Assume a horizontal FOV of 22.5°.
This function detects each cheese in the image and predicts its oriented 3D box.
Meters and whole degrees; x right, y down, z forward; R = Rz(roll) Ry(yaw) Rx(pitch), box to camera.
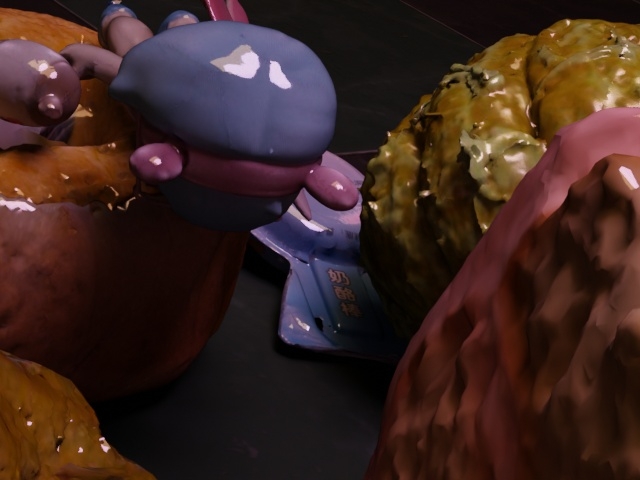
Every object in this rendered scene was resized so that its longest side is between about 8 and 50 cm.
[{"bbox_3d":[0.000,0.000,1.107,0.135,0.052,0.244,10,35,-25],"label":"cheese"}]

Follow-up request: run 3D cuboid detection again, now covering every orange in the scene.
[{"bbox_3d":[0.164,-0.024,0.994,0.301,0.300,0.223,0,71,-19],"label":"orange"}]

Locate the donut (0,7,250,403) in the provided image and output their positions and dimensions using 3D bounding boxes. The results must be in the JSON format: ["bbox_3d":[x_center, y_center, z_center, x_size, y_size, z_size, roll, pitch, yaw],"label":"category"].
[{"bbox_3d":[-0.189,-0.023,0.903,0.299,0.150,0.317,25,24,0],"label":"donut"}]

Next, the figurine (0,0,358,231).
[{"bbox_3d":[-0.083,-0.090,0.834,0.205,0.102,0.260,16,17,-23],"label":"figurine"}]

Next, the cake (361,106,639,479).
[{"bbox_3d":[0.163,0.152,0.502,0.314,0.306,0.293,15,40,-12],"label":"cake"}]

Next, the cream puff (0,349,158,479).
[{"bbox_3d":[-0.176,0.103,0.550,0.244,0.196,0.244,34,-3,2],"label":"cream puff"}]
